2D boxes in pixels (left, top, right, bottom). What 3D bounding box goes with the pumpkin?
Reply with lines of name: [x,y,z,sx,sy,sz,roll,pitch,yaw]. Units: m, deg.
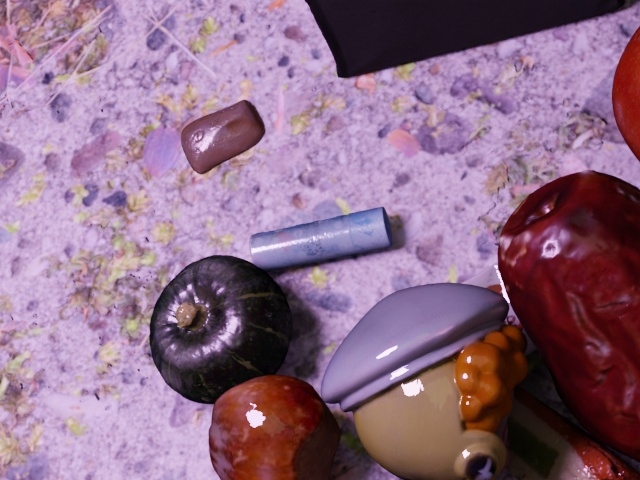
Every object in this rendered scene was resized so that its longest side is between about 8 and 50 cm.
pumpkin: [-0.111,0.100,1.847,0.167,0.125,0.167,-2,82,11]

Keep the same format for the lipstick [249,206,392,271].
lipstick: [0.000,0.000,1.894,0.158,0.048,0.048,-12,70,10]

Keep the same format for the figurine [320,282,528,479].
figurine: [0.096,0.230,1.680,0.205,0.224,0.382,6,80,-9]

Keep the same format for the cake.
cake: [0.244,0.228,1.723,0.220,0.117,0.086,36,90,20]

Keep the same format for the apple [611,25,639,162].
apple: [0.420,-0.158,1.767,0.218,0.201,0.218,-8,67,18]

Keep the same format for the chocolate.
chocolate: [-0.118,-0.126,1.973,0.100,0.031,0.064,-25,73,3]

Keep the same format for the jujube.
jujube: [0.314,0.080,1.664,0.223,0.223,0.318,-43,106,-3]

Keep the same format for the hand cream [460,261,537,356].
hand cream: [0.207,0.076,1.818,0.336,0.076,0.121,-28,68,10]

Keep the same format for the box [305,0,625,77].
box: [0.145,-0.356,1.867,0.345,0.251,0.204,-13,69,9]

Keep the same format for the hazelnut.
hazelnut: [-0.053,0.213,1.784,0.143,0.154,0.143,-5,42,5]
